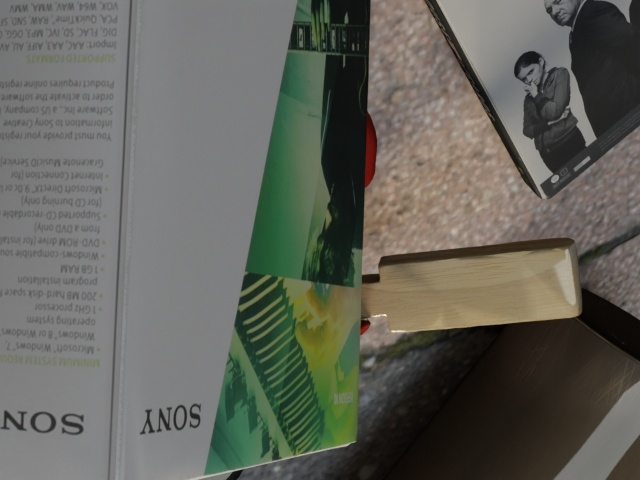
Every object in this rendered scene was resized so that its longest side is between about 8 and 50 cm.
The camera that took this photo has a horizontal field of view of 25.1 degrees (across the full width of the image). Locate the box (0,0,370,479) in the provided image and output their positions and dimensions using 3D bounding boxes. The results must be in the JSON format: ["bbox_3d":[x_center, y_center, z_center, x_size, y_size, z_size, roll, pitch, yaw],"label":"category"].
[{"bbox_3d":[-0.036,-0.082,0.495,0.232,0.058,0.322,12,81,-72],"label":"box"}]

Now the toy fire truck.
[{"bbox_3d":[0.000,0.000,0.722,0.246,0.158,0.217,-24,134,-32],"label":"toy fire truck"}]

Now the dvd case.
[{"bbox_3d":[0.145,-0.150,0.770,0.179,0.029,0.239,-38,135,-1],"label":"dvd case"}]

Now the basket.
[{"bbox_3d":[0.137,0.151,0.918,0.204,0.154,0.227,19,108,-42],"label":"basket"}]
